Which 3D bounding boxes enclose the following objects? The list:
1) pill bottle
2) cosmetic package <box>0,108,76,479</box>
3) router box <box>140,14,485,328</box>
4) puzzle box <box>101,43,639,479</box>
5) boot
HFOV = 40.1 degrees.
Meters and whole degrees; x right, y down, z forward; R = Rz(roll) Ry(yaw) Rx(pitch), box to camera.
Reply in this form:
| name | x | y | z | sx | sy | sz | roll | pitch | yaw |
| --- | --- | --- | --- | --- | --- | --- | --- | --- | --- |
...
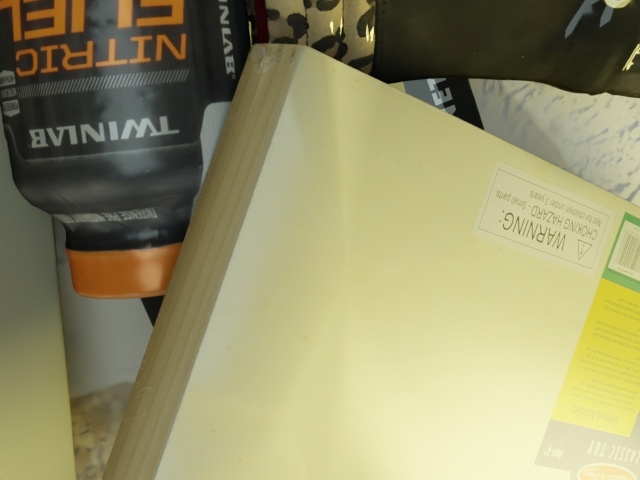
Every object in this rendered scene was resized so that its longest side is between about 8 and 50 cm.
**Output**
| name | x | y | z | sx | sy | sz | roll | pitch | yaw |
| --- | --- | --- | --- | --- | --- | --- | --- | --- | --- |
| pill bottle | -0.099 | -0.096 | 0.451 | 0.130 | 0.130 | 0.245 | -7 | 99 | -6 |
| cosmetic package | -0.248 | 0.048 | 0.521 | 0.160 | 0.113 | 0.309 | 4 | 105 | 23 |
| router box | 0.000 | 0.000 | 0.590 | 0.243 | 0.081 | 0.308 | -22 | 104 | -2 |
| puzzle box | 0.092 | 0.089 | 0.510 | 0.409 | 0.052 | 0.272 | 19 | 91 | -36 |
| boot | 0.092 | -0.251 | 0.461 | 0.284 | 0.138 | 0.377 | -6 | 98 | -7 |
